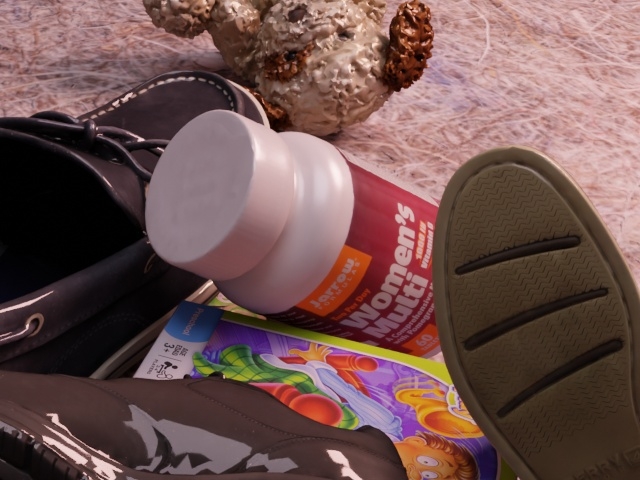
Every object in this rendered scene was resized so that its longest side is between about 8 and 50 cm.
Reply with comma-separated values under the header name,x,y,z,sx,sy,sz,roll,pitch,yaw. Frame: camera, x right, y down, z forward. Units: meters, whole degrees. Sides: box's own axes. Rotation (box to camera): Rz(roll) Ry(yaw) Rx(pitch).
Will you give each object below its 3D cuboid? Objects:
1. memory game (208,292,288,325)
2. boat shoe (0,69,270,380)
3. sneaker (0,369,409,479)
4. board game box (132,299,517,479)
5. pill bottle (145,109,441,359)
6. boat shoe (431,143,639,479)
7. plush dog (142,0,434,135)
name,x,y,z,sx,sy,sz,roll,pitch,yaw
memory game,-0.082,0.018,0.950,0.186,0.012,0.186,5,33,-3
boat shoe,-0.171,-0.015,0.839,0.186,0.156,0.500,16,36,18
sneaker,-0.090,0.114,0.592,0.286,0.109,0.130,17,26,-1
board game box,-0.026,0.181,0.650,0.233,0.078,0.347,13,33,9
pill bottle,0.000,0.000,0.810,0.221,0.121,0.121,23,16,-43
boat shoe,0.150,0.087,0.685,0.113,0.302,0.103,-22,4,18
plush dog,-0.013,-0.191,1.175,0.262,0.210,0.225,-23,50,4
